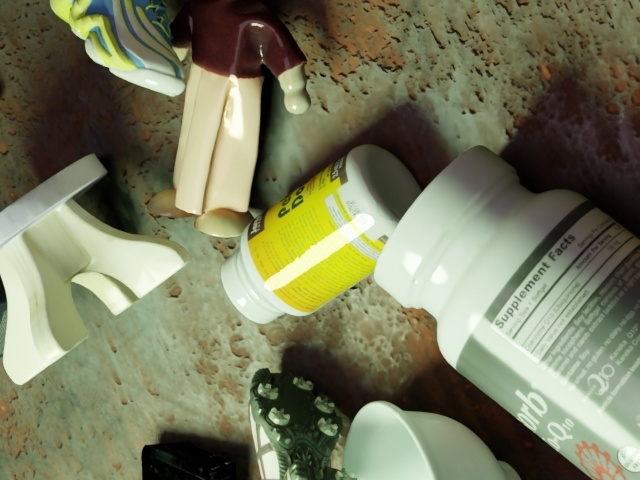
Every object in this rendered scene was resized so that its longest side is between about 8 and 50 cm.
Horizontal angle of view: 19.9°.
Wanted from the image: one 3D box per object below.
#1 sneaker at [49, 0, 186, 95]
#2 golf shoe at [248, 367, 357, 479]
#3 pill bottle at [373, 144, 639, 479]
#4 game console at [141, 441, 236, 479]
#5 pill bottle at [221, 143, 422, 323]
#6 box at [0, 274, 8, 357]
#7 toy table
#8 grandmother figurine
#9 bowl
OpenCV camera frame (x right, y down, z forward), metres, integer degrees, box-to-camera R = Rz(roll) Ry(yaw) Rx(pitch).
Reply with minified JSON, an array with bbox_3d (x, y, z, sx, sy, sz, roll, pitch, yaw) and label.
[{"bbox_3d":[-0.199,-0.249,1.915,0.240,0.091,0.126,41,108,40],"label":"sneaker"},{"bbox_3d":[-0.034,0.241,1.905,0.105,0.273,0.120,15,119,-24],"label":"golf shoe"},{"bbox_3d":[0.243,0.082,1.738,0.363,0.210,0.210,38,116,14],"label":"pill bottle"},{"bbox_3d":[-0.071,0.358,1.994,0.361,0.044,0.213,15,113,44],"label":"game console"},{"bbox_3d":[0.000,0.000,1.892,0.215,0.117,0.117,-35,86,29],"label":"pill bottle"},{"bbox_3d":[-0.420,0.064,2.095,0.156,0.158,0.093,30,114,17],"label":"box"},{"bbox_3d":[-0.275,0.025,1.954,0.252,0.274,0.161,-34,93,33],"label":"toy table"},{"bbox_3d":[-0.095,-0.180,1.905,0.208,0.104,0.342,16,110,25],"label":"grandmother figurine"},{"bbox_3d":[0.132,0.301,1.858,0.298,0.134,0.298,174,90,-70],"label":"bowl"}]
